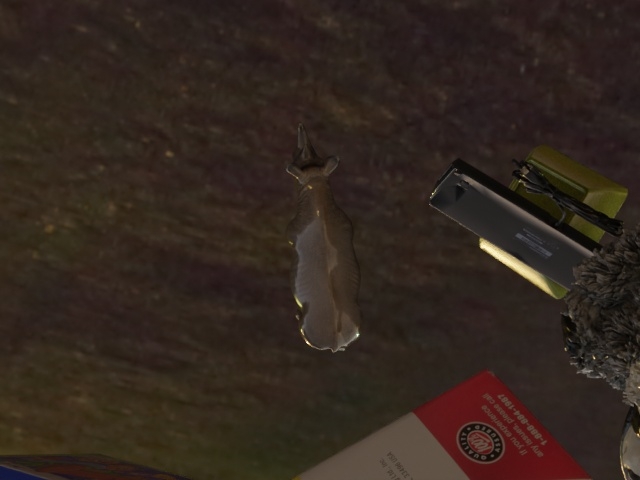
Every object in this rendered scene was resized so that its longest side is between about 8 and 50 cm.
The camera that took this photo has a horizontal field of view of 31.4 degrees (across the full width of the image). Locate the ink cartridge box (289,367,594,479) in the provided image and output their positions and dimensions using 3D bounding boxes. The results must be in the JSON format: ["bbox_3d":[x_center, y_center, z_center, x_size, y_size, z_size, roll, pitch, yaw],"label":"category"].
[{"bbox_3d":[0.059,0.320,0.904,0.385,0.279,0.160,-26,137,-16],"label":"ink cartridge box"}]

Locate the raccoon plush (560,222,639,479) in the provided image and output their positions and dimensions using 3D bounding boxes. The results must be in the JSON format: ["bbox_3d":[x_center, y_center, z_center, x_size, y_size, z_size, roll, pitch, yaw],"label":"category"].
[{"bbox_3d":[0.436,0.055,1.251,0.216,0.446,0.299,14,-171,-15],"label":"raccoon plush"}]

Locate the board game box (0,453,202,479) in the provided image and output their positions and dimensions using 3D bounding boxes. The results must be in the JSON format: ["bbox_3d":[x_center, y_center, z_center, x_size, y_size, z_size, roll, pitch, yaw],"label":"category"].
[{"bbox_3d":[-0.229,0.330,1.382,0.347,0.078,0.233,6,175,33],"label":"board game box"}]

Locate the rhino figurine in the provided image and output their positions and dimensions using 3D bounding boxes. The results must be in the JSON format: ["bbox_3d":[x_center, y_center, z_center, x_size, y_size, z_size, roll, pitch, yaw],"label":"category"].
[{"bbox_3d":[0.000,0.000,1.161,0.073,0.243,0.106,-7,-175,-3],"label":"rhino figurine"}]

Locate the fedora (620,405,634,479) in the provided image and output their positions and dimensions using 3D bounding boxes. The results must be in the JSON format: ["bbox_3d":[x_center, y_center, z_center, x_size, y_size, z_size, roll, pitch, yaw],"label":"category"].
[{"bbox_3d":[0.659,0.327,1.871,0.334,0.333,0.152,2,-167,25],"label":"fedora"}]

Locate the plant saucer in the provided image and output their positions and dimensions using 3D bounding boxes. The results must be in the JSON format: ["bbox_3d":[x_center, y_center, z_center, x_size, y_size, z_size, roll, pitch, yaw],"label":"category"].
[{"bbox_3d":[0.329,-0.037,1.682,0.045,0.188,0.188,23,-170,-42],"label":"plant saucer"}]

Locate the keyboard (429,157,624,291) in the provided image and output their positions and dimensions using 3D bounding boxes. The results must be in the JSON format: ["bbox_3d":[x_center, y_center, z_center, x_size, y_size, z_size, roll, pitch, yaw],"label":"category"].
[{"bbox_3d":[0.310,-0.019,1.533,0.317,0.033,0.201,31,152,-4],"label":"keyboard"}]
